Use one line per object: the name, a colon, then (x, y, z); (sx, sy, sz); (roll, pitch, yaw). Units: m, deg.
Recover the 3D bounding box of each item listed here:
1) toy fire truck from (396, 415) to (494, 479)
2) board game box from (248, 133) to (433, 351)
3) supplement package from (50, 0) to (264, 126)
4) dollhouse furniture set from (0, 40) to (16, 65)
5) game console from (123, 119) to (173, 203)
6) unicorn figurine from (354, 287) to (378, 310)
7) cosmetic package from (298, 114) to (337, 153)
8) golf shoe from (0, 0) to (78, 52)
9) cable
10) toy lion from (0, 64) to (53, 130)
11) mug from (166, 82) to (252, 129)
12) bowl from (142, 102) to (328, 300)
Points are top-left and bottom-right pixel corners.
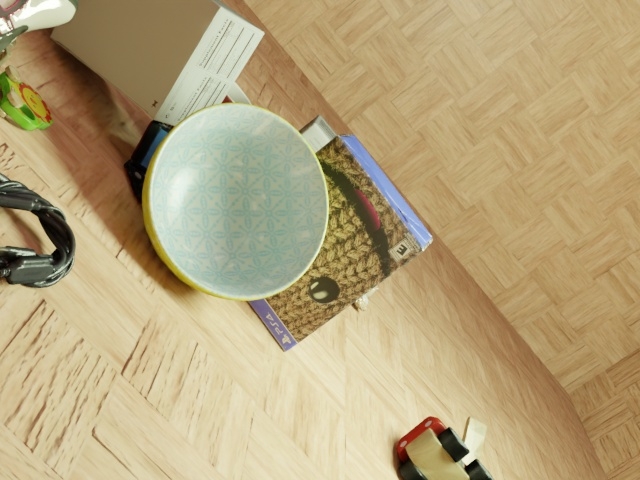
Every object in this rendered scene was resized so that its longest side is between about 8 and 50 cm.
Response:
toy fire truck: (0.248, 0.402, 1.597); (0.217, 0.158, 0.246); (49, 3, -11)
board game box: (0.000, 0.000, 1.444); (0.232, 0.291, 0.141); (53, 15, 2)
supplement package: (-0.266, -0.336, 1.402); (0.262, 0.204, 0.145); (38, 13, 20)
dollhouse furniture set: (-0.401, -0.334, 1.207); (0.101, 0.182, 0.161); (36, 21, -49)
game console: (-0.232, -0.101, 1.376); (0.144, 0.085, 0.124); (34, 23, -51)
unicorn figurine: (0.088, 0.108, 1.961); (0.111, 0.060, 0.162); (47, 31, -22)
cosmetic package: (-0.030, -0.166, 1.969); (0.151, 0.183, 0.151); (50, 14, -9)
golf shoe: (-0.415, -0.258, 1.053); (0.273, 0.105, 0.120); (-19, 91, -44)
cable: (-0.340, -0.015, 0.935); (0.150, 0.047, 0.184); (50, 16, 10)
toy lion: (-0.399, -0.183, 1.169); (0.096, 0.034, 0.100); (49, 13, -45)
mug: (-0.222, -0.224, 1.535); (0.113, 0.169, 0.150); (32, 24, -54)
bowl: (-0.147, -0.049, 1.304); (0.289, 0.289, 0.156); (49, -27, -16)
